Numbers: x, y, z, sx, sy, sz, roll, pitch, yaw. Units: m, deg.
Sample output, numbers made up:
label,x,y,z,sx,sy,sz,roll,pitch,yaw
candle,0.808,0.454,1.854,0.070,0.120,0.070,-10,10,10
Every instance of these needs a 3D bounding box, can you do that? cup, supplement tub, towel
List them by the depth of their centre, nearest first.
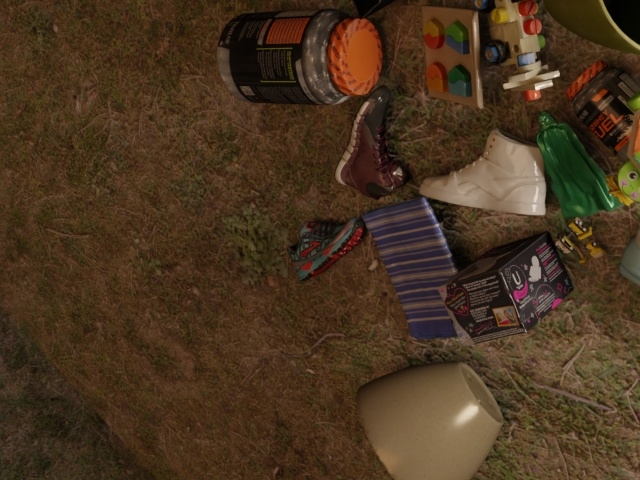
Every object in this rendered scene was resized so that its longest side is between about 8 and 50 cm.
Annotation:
label,x,y,z,sx,sy,sz,roll,pitch,yaw
supplement tub,0.550,-0.235,1.626,0.190,0.117,0.117,48,131,12
supplement tub,-0.046,-0.406,1.960,0.338,0.207,0.207,9,114,36
towel,0.227,0.072,2.016,0.243,0.040,0.336,-13,103,58
cup,0.275,0.411,2.027,0.237,0.331,0.331,-37,84,15

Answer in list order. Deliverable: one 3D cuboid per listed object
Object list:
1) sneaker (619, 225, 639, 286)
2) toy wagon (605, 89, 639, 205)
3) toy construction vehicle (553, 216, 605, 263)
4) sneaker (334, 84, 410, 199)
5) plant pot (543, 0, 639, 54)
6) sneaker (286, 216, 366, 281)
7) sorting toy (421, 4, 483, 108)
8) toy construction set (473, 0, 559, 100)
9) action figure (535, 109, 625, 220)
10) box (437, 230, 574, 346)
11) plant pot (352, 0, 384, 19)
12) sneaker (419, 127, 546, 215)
label,x,y,z,sx,sy,sz,roll,pitch,yaw
sneaker,0.722,0.121,1.651,0.366,0.135,0.150,47,139,24
toy wagon,0.635,-0.155,1.489,0.344,0.068,0.267,-37,93,36
toy construction vehicle,0.525,0.000,1.787,0.098,0.035,0.086,41,142,-8
sneaker,0.145,-0.205,1.980,0.162,0.106,0.281,36,138,15
plant pot,0.485,-0.420,1.408,0.293,0.275,0.274,-148,41,-75
sneaker,0.000,0.000,2.170,0.262,0.104,0.125,-39,81,41
sorting toy,0.258,-0.371,1.779,0.208,0.038,0.193,-144,41,-60
toy construction set,0.380,-0.421,1.637,0.215,0.151,0.327,7,100,60
action figure,0.486,-0.154,1.718,0.137,0.063,0.232,-20,113,39
box,0.381,0.096,1.815,0.163,0.247,0.142,-20,94,41
plant pot,0.136,-0.571,1.747,0.187,0.167,0.188,-165,52,-80
sneaker,0.343,-0.153,1.849,0.293,0.108,0.169,10,101,38
